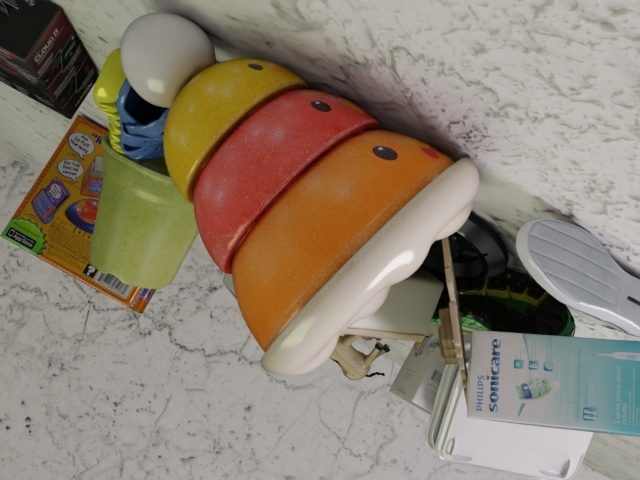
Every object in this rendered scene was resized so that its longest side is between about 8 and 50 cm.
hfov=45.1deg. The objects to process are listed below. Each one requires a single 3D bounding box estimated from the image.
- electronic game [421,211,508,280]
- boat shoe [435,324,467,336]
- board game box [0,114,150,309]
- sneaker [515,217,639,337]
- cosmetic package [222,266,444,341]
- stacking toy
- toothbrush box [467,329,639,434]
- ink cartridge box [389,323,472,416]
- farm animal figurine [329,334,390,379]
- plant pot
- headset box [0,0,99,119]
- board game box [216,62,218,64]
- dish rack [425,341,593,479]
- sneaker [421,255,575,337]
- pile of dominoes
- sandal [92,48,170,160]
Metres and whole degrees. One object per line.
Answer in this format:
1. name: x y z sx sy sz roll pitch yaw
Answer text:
1. electronic game: 0.182 -0.008 1.194 0.229 0.048 0.229 26 161 10
2. boat shoe: 0.165 0.080 1.478 0.307 0.104 0.111 29 169 5
3. board game box: -0.553 -0.051 2.048 0.356 0.356 0.356 30 169 -2
4. sneaker: 0.334 0.057 0.983 0.258 0.094 0.091 33 162 -20
5. cosmetic package: 0.022 0.067 1.224 0.309 0.113 0.160 10 -163 -31
6. stacking toy: -0.078 -0.105 0.952 0.480 0.350 0.350 45 170 6
7. toothbrush box: 0.366 0.207 1.098 0.295 0.126 0.216 3 168 15
8. ink cartridge box: 0.296 0.280 1.702 0.171 0.233 0.168 31 171 -8
9. farm animal figurine: -0.022 0.160 1.755 0.327 0.172 0.330 35 -161 -40
10. plant pot: -0.350 -0.050 1.583 0.276 0.254 0.276 21 -166 -6
11. headset box: -0.530 -0.349 1.319 0.218 0.110 0.293 29 169 4
12. board game box: -0.073 -0.128 1.191 0.303 0.097 0.224 32 168 -9
13. dish rack: 0.399 0.363 1.555 0.332 0.285 0.072 11 -158 -2
14. sneaker: 0.266 0.116 1.314 0.343 0.134 0.146 19 165 41
15. pile of dominoes: 0.181 0.111 1.114 0.040 0.196 0.251 -8 144 11
16. sandal: -0.295 -0.207 1.346 0.138 0.126 0.317 25 170 2
